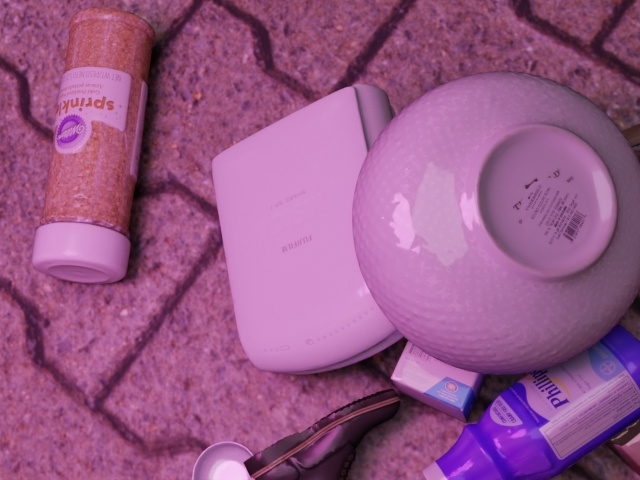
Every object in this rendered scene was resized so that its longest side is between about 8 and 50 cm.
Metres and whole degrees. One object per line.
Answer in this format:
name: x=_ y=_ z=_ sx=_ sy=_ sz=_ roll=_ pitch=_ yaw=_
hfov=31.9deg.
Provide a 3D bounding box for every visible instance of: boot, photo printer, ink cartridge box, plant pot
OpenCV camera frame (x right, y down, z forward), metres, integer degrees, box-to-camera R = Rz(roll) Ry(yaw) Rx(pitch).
boot: x=0.027 y=0.272 z=1.320 sx=0.198 sy=0.077 sz=0.137 roll=-29 pitch=82 yaw=1
photo printer: x=0.000 y=0.000 z=1.345 sx=0.256 sy=0.107 sz=0.308 roll=-23 pitch=67 yaw=32
ink cartridge box: x=0.158 y=0.125 z=1.318 sx=0.092 sy=0.090 sz=0.143 roll=23 pitch=77 yaw=18
plant pot: x=0.394 y=0.229 z=1.231 sx=0.109 sy=0.109 sz=0.096 roll=-38 pitch=82 yaw=-2

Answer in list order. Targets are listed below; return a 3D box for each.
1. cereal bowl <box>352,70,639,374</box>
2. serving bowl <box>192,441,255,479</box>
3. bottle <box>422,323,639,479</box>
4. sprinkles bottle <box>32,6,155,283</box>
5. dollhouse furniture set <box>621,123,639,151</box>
cereal bowl: x=0.211 y=-0.030 z=1.196 sx=0.338 sy=0.141 sz=0.339 roll=3 pitch=77 yaw=-14
serving bowl: x=-0.111 y=0.286 z=1.356 sx=0.083 sy=0.027 sz=0.083 roll=-4 pitch=72 yaw=12
bottle: x=0.247 y=0.207 z=1.259 sx=0.283 sy=0.118 sz=0.092 roll=-34 pitch=112 yaw=0
sprinkles bottle: x=-0.296 y=-0.126 z=1.483 sx=0.121 sy=0.121 sz=0.355 roll=0 pitch=72 yaw=12
dollhouse furniture set: x=0.395 y=-0.111 z=1.374 sx=0.182 sy=0.161 sz=0.101 roll=-23 pitch=105 yaw=44
